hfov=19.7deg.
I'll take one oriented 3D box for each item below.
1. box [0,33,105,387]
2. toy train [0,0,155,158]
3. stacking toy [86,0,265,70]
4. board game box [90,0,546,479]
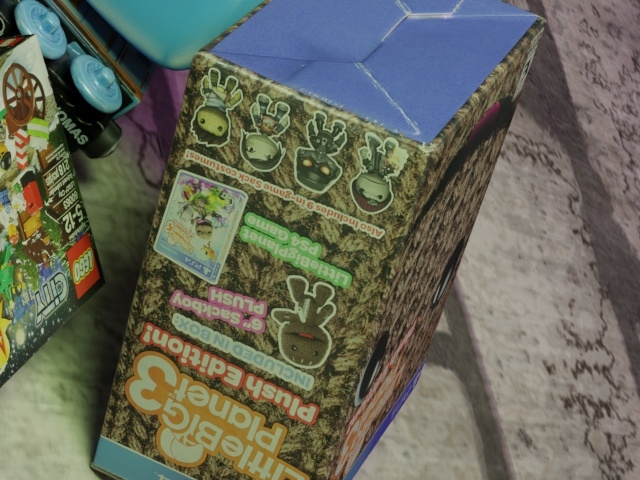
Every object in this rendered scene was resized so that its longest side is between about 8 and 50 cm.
[{"bbox_3d":[-0.201,0.002,0.979,0.233,0.044,0.159,-52,132,-59],"label":"box"},{"bbox_3d":[-0.187,-0.134,1.163,0.184,0.080,0.105,48,25,-20],"label":"toy train"},{"bbox_3d":[-0.081,-0.208,1.273,0.166,0.175,0.302,44,0,-1],"label":"stacking toy"},{"bbox_3d":[0.000,0.000,1.116,0.141,0.291,0.232,24,32,11],"label":"board game box"}]
